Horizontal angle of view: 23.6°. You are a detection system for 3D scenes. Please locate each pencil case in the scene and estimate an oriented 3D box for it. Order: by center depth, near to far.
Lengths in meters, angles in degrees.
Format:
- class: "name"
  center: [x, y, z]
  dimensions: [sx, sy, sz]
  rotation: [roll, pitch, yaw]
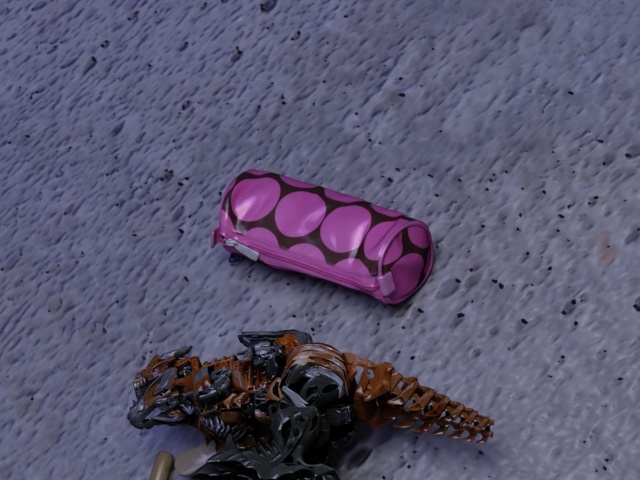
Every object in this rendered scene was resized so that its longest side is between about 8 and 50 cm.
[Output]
- class: "pencil case"
  center: [0.000, 0.000, 1.485]
  dimensions: [0.209, 0.095, 0.098]
  rotation: [15, 32, 29]

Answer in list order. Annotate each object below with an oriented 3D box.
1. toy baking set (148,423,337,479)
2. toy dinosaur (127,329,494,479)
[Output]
- class: "toy baking set"
  center: [-0.087, 0.262, 1.401]
  dimensions: [0.197, 0.030, 0.256]
  rotation: [1, 61, 18]
- class: "toy dinosaur"
  center: [-0.023, 0.155, 1.346]
  dimensions: [0.322, 0.164, 0.218]
  rotation: [-17, 37, 31]
